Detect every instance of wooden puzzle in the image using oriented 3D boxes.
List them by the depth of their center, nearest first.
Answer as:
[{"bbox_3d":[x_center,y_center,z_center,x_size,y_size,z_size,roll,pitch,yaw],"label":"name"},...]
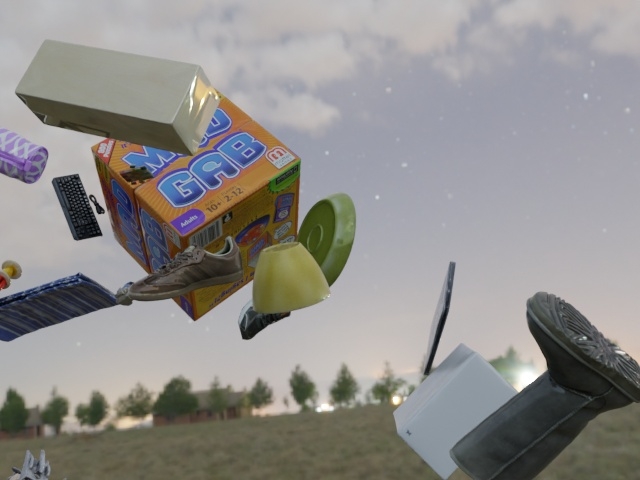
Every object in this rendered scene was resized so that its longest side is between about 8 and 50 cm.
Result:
[{"bbox_3d":[-0.335,-0.120,1.399,0.049,0.006,0.083,-14,-18,4],"label":"wooden puzzle"}]

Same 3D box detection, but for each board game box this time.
[{"bbox_3d":[-0.300,-0.097,1.927,0.356,0.356,0.356,-36,-28,-27],"label":"board game box"}]

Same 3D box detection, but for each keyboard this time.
[{"bbox_3d":[-0.612,-0.089,1.973,0.108,0.180,0.023,-14,-14,-43],"label":"keyboard"}]

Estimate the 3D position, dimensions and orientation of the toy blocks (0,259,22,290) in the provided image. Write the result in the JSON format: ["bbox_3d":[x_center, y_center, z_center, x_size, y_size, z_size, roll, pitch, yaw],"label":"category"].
[{"bbox_3d":[-0.785,0.089,1.771,0.123,0.054,0.148,18,27,4],"label":"toy blocks"}]

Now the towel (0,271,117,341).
[{"bbox_3d":[-0.691,0.176,1.895,0.335,0.040,0.243,-18,-21,4],"label":"towel"}]

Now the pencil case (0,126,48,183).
[{"bbox_3d":[-0.623,-0.177,1.451,0.206,0.086,0.088,20,-2,2],"label":"pencil case"}]

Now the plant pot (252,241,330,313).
[{"bbox_3d":[-0.058,0.057,1.286,0.134,0.095,0.134,-11,11,2],"label":"plant pot"}]

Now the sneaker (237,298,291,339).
[{"bbox_3d":[-0.107,0.153,1.689,0.077,0.072,0.178,13,45,37],"label":"sneaker"}]

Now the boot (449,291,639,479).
[{"bbox_3d":[0.215,0.169,0.806,0.189,0.076,0.208,40,-59,-16],"label":"boot"}]

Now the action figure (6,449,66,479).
[{"bbox_3d":[-0.436,0.395,1.016,0.285,0.099,0.185,-34,22,14],"label":"action figure"}]

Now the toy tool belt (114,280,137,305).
[{"bbox_3d":[-0.473,0.122,1.897,0.083,0.051,0.052,-34,-36,24],"label":"toy tool belt"}]

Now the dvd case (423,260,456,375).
[{"bbox_3d":[0.273,0.181,1.765,0.018,0.165,0.221,14,-49,5],"label":"dvd case"}]

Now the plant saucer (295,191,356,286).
[{"bbox_3d":[0.000,0.000,1.732,0.037,0.241,0.241,18,-22,-27],"label":"plant saucer"}]

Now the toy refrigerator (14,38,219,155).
[{"bbox_3d":[-0.293,-0.207,1.114,0.269,0.102,0.094,13,-22,20],"label":"toy refrigerator"}]

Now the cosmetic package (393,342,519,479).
[{"bbox_3d":[0.276,0.343,1.578,0.224,0.138,0.224,-46,-6,1],"label":"cosmetic package"}]

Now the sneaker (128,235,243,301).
[{"bbox_3d":[-0.208,0.042,1.169,0.188,0.071,0.066,-13,12,-35],"label":"sneaker"}]
